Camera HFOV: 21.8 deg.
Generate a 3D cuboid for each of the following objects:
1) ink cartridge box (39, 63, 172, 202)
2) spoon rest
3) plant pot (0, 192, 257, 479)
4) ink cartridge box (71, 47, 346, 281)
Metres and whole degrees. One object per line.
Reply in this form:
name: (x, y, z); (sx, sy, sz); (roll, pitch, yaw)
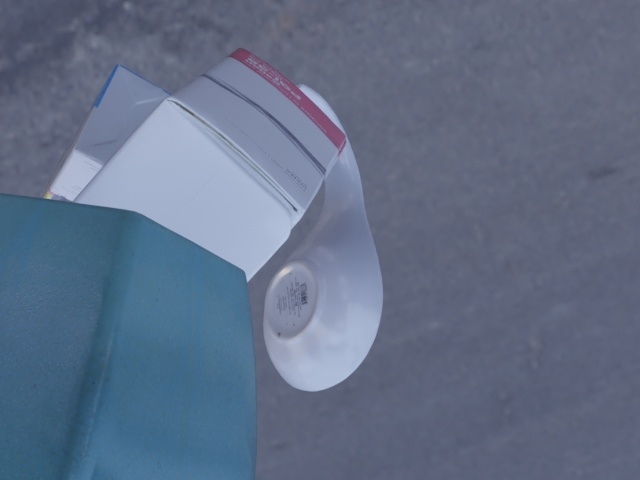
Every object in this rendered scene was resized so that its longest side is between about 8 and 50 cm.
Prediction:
ink cartridge box: (-0.199, -0.058, 1.457); (0.061, 0.104, 0.181); (29, 143, -11)
spoon rest: (0.000, 0.000, 1.494); (0.084, 0.276, 0.137); (15, 153, -43)
plant pot: (-0.128, 0.105, 0.777); (0.165, 0.234, 0.165); (8, 167, 30)
ink cartridge box: (-0.099, -0.012, 1.156); (0.207, 0.117, 0.283); (-47, -177, 13)
